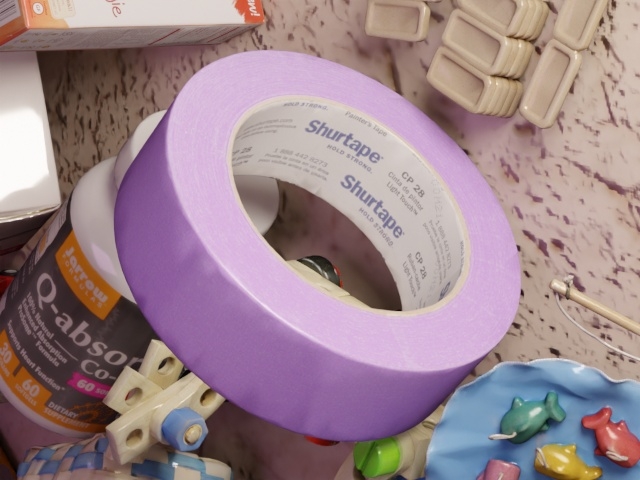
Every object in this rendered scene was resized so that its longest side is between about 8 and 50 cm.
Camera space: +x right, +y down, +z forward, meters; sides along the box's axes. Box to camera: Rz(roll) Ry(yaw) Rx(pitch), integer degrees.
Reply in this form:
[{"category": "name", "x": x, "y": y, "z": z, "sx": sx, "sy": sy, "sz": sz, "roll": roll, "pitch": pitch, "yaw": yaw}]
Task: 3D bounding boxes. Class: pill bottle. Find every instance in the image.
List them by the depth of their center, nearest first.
[{"category": "pill bottle", "x": -0.156, "y": 0.029, "z": 1.614, "sx": 0.278, "sy": 0.162, "sz": 0.162, "roll": -51, "pitch": 59, "yaw": 40}]

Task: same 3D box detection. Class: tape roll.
[{"category": "tape roll", "x": 0.000, "y": 0.000, "z": 1.346, "sx": 0.090, "sy": 0.275, "sz": 0.275, "roll": -52, "pitch": 58, "yaw": 40}]

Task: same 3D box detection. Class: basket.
[{"category": "basket", "x": -0.178, "y": 0.313, "z": 1.622, "sx": 0.255, "sy": 0.201, "sz": 0.289, "roll": -12, "pitch": 61, "yaw": 59}]

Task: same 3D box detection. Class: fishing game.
[{"category": "fishing game", "x": 0.160, "y": 0.165, "z": 1.297, "sx": 0.189, "sy": 0.041, "sz": 0.264, "roll": 33, "pitch": 115, "yaw": -2}]

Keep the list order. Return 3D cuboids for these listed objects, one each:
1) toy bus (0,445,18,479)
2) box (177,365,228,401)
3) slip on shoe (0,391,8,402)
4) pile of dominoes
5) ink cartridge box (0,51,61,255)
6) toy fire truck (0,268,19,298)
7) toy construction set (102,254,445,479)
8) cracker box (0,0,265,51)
[{"category": "toy bus", "x": -0.338, "y": 0.297, "z": 1.884, "sx": 0.333, "sy": 0.130, "sz": 0.108, "roll": 54, "pitch": 131, "yaw": 28}, {"category": "box", "x": -0.096, "y": 0.113, "z": 1.616, "sx": 0.067, "sy": 0.083, "sz": 0.018, "roll": -51, "pitch": 57, "yaw": 39}, {"category": "slip on shoe", "x": -0.400, "y": 0.088, "z": 1.940, "sx": 0.331, "sy": 0.123, "sz": 0.101, "roll": 25, "pitch": 110, "yaw": 49}, {"category": "pile of dominoes", "x": 0.142, "y": -0.213, "z": 1.352, "sx": 0.196, "sy": 0.040, "sz": 0.251, "roll": 39, "pitch": 115, "yaw": 39}, {"category": "ink cartridge box", "x": -0.317, "y": -0.096, "z": 1.733, "sx": 0.283, "sy": 0.117, "sz": 0.207, "roll": 156, "pitch": 104, "yaw": -73}, {"category": "toy fire truck", "x": -0.325, "y": 0.060, "z": 1.818, "sx": 0.192, "sy": 0.135, "sz": 0.047, "roll": 6, "pitch": 102, "yaw": 11}, {"category": "toy construction set", "x": -0.009, "y": 0.140, "z": 1.478, "sx": 0.327, "sy": 0.151, "sz": 0.215, "roll": 23, "pitch": 115, "yaw": 28}, {"category": "cracker box", "x": -0.162, "y": -0.232, "z": 1.527, "sx": 0.067, "sy": 0.232, "sz": 0.156, "roll": -19, "pitch": 82, "yaw": 47}]
